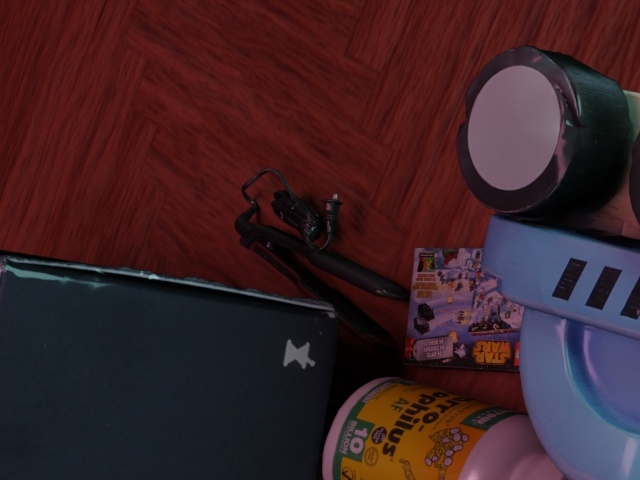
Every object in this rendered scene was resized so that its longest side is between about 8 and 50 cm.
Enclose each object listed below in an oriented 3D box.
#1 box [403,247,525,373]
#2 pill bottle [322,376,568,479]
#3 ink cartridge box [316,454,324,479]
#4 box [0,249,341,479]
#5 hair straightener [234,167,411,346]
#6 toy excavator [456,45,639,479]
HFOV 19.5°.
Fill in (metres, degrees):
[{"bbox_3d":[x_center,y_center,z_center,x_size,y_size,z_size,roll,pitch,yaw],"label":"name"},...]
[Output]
[{"bbox_3d":[0.124,0.053,1.420,0.137,0.027,0.094,0,81,47],"label":"box"},{"bbox_3d":[0.109,0.174,1.347,0.208,0.118,0.117,13,92,47],"label":"pill bottle"},{"bbox_3d":[-0.008,0.278,1.488,0.109,0.062,0.209,-53,49,26],"label":"ink cartridge box"},{"bbox_3d":[-0.249,0.250,1.515,0.472,0.297,0.480,5,86,58],"label":"box"},{"bbox_3d":[0.000,0.000,1.557,0.230,0.047,0.089,39,110,48],"label":"hair straightener"},{"bbox_3d":[0.266,0.134,1.129,0.433,0.222,0.445,17,100,48],"label":"toy excavator"}]
